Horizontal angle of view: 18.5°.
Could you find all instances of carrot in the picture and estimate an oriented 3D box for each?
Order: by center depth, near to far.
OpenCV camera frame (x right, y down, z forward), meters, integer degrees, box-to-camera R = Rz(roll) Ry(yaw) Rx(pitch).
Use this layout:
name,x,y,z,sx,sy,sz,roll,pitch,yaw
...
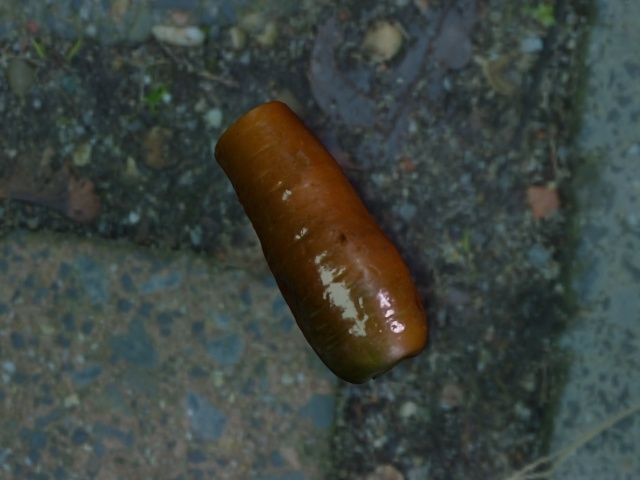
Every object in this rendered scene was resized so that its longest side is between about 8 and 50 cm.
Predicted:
name,x,y,z,sx,sy,sz,roll,pitch,yaw
carrot,0.000,0.000,1.284,0.087,0.087,0.193,-34,80,20
